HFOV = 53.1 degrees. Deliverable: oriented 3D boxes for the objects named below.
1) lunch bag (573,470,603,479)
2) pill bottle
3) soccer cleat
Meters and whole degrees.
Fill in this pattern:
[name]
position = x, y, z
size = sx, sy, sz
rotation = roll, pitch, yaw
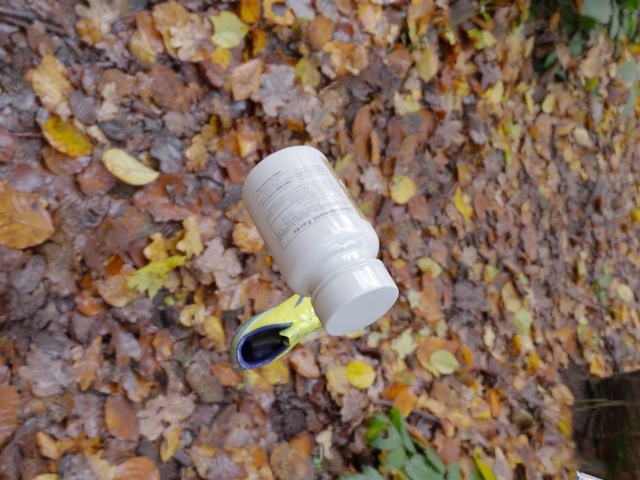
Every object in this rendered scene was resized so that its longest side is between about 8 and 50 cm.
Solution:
[lunch bag]
position = 0.295, 0.298, 0.677
size = 0.053, 0.071, 0.083
rotation = 40, 66, -69
[pill bottle]
position = 0.000, 0.000, 0.823
size = 0.131, 0.131, 0.229
rotation = 14, 38, -52
[soccer cleat]
position = -0.025, 0.130, 1.090
size = 0.093, 0.289, 0.121
rotation = 57, 4, -14
